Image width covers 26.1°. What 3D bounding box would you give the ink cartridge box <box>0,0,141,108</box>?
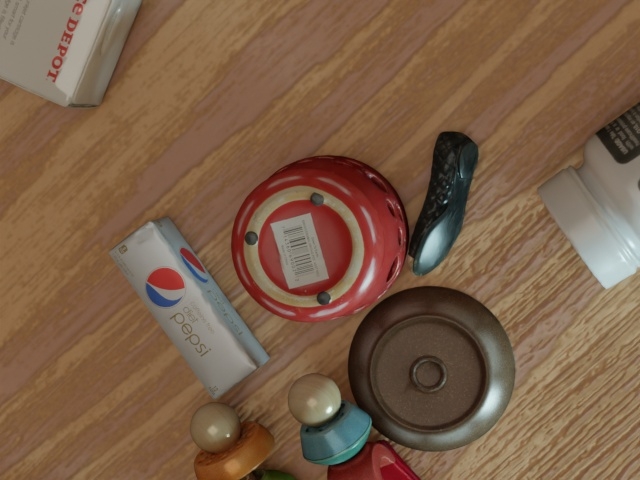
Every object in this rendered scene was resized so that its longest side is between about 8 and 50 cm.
[{"bbox_3d":[-0.361,-0.299,1.619,0.283,0.117,0.207,25,98,7],"label":"ink cartridge box"}]

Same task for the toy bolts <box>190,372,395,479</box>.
[{"bbox_3d":[-0.048,0.254,1.553,0.228,0.218,0.158,-25,107,15],"label":"toy bolts"}]

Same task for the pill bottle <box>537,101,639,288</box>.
[{"bbox_3d":[0.387,-0.082,1.486,0.283,0.161,0.161,-35,88,11],"label":"pill bottle"}]

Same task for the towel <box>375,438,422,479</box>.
[{"bbox_3d":[0.045,0.393,1.652,0.275,0.031,0.199,-44,86,11],"label":"towel"}]

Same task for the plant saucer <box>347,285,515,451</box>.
[{"bbox_3d":[0.128,0.153,1.615,0.198,0.036,0.198,1,95,9],"label":"plant saucer"}]

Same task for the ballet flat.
[{"bbox_3d":[0.138,-0.042,1.598,0.049,0.057,0.173,26,100,47],"label":"ballet flat"}]

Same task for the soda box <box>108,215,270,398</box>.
[{"bbox_3d":[-0.154,0.077,1.637,0.069,0.074,0.216,-37,88,11],"label":"soda box"}]

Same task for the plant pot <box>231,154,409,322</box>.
[{"bbox_3d":[0.000,0.000,1.556,0.191,0.174,0.191,1,95,7],"label":"plant pot"}]
